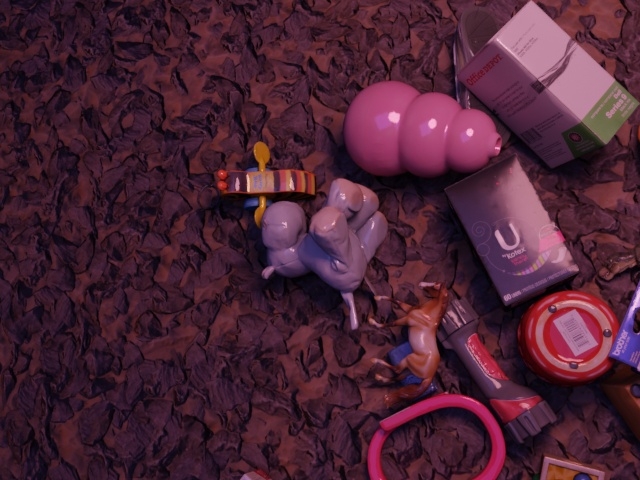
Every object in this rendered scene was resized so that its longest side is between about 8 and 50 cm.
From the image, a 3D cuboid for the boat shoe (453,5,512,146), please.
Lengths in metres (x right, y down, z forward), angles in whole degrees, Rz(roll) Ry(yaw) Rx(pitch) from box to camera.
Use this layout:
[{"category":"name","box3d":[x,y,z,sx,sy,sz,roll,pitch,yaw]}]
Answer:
[{"category":"boat shoe","box3d":[0.352,-0.350,1.457,0.118,0.103,0.321,-8,82,-8]}]

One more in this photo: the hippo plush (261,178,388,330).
[{"category":"hippo plush","box3d":[0.000,0.000,1.453,0.236,0.234,0.294,4,123,33]}]

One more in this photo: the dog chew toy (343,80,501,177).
[{"category":"dog chew toy","box3d":[0.214,-0.222,1.384,0.331,0.206,0.207,16,84,32]}]

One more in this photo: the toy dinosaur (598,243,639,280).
[{"category":"toy dinosaur","box3d":[0.696,0.036,1.300,0.268,0.064,0.118,-25,67,6]}]

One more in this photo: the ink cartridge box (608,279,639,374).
[{"category":"ink cartridge box","box3d":[0.684,0.188,1.146,0.311,0.065,0.186,23,85,15]}]

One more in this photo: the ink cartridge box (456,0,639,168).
[{"category":"ink cartridge box","box3d":[0.438,-0.300,1.302,0.289,0.211,0.121,43,81,-3]}]

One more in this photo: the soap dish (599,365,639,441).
[{"category":"soap dish","box3d":[0.714,0.289,1.213,0.290,0.118,0.229,-33,73,6]}]

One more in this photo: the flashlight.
[{"category":"flashlight","box3d":[0.349,0.255,1.335,0.304,0.103,0.103,59,135,21]}]

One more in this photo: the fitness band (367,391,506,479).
[{"category":"fitness band","box3d":[0.234,0.437,1.355,0.290,0.054,0.209,-27,76,10]}]

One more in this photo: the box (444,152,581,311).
[{"category":"box","box3d":[0.388,-0.012,1.348,0.165,0.143,0.270,-27,73,8]}]

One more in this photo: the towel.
[{"category":"towel","box3d":[0.194,0.278,1.406,0.067,0.029,0.120,-29,74,11]}]

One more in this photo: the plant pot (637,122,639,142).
[{"category":"plant pot","box3d":[0.779,-0.260,1.233,0.203,0.291,0.291,29,88,3]}]

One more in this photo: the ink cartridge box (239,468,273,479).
[{"category":"ink cartridge box","box3d":[-0.106,0.561,1.391,0.150,0.109,0.063,36,87,19]}]

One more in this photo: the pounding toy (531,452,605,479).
[{"category":"pounding toy","box3d":[0.455,0.485,1.255,0.141,0.100,0.130,11,82,17]}]

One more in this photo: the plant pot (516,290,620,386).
[{"category":"plant pot","box3d":[0.476,0.189,1.271,0.191,0.174,0.191,-3,79,17]}]

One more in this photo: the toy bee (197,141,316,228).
[{"category":"toy bee","box3d":[-0.164,-0.114,1.514,0.298,0.162,0.195,-26,76,9]}]

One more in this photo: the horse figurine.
[{"category":"horse figurine","box3d":[0.186,0.213,1.361,0.174,0.066,0.263,-3,83,29]}]
